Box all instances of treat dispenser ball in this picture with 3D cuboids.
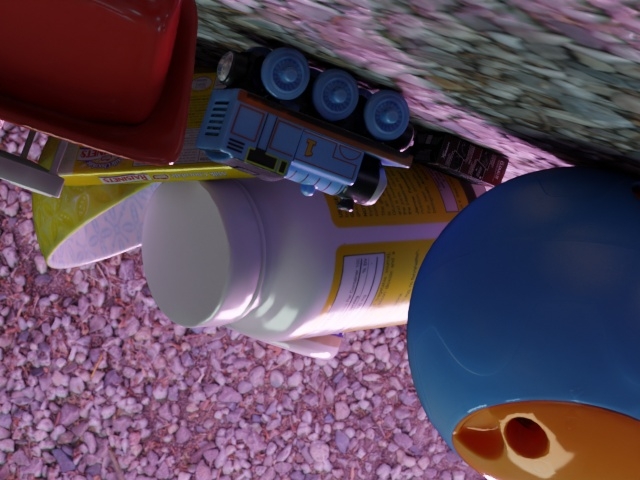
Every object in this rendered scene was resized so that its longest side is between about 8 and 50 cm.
[{"bbox_3d":[0.217,0.081,1.086,0.288,0.288,0.288,19,179,0],"label":"treat dispenser ball"}]

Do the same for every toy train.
[{"bbox_3d":[-0.009,-0.091,1.050,0.184,0.105,0.080,19,179,-27],"label":"toy train"}]

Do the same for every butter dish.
[{"bbox_3d":[-0.120,-0.135,0.593,0.160,0.118,0.160,17,-140,-17],"label":"butter dish"}]

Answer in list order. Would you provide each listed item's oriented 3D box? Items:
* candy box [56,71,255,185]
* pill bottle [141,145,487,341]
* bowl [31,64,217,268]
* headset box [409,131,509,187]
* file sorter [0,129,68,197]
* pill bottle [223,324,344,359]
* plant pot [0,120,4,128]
[{"bbox_3d":[-0.133,-0.102,1.153,0.206,0.105,0.027,-1,152,19],"label":"candy box"},{"bbox_3d":[0.000,0.000,1.264,0.334,0.188,0.188,-4,-165,-41],"label":"pill bottle"},{"bbox_3d":[-0.183,-0.105,1.322,0.156,0.289,0.289,62,-174,7],"label":"bowl"},{"bbox_3d":[0.137,-0.078,1.246,0.083,0.032,0.062,21,179,-24],"label":"headset box"},{"bbox_3d":[-0.351,-0.171,1.131,0.277,0.173,0.193,19,180,-23],"label":"file sorter"},{"bbox_3d":[-0.013,-0.004,1.519,0.153,0.265,0.153,18,178,1],"label":"pill bottle"},{"bbox_3d":[-0.427,-0.165,1.327,0.180,0.201,0.201,32,180,4],"label":"plant pot"}]
